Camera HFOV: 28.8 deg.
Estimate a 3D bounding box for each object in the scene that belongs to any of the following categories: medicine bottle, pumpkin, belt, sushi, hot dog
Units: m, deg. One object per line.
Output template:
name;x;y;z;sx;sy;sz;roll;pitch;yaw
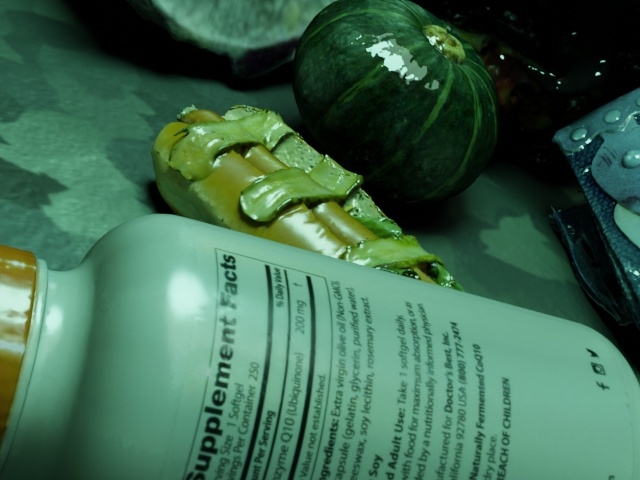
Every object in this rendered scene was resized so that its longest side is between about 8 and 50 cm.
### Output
medicine bottle;-0.020;0.080;0.521;0.289;0.157;0.157;15;31;-19
pumpkin;0.056;-0.102;0.905;0.167;0.125;0.167;25;24;-12
belt;0.245;-0.002;0.910;0.122;0.128;0.218;54;15;-35
sushi;0.183;-0.176;1.042;0.227;0.212;0.215;2;44;-53
hot dog;0.000;0.000;0.755;0.269;0.072;0.109;40;34;25

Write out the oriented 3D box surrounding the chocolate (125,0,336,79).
chocolate;-0.098;-0.300;0.988;0.303;0.303;0.213;-3;19;-42
